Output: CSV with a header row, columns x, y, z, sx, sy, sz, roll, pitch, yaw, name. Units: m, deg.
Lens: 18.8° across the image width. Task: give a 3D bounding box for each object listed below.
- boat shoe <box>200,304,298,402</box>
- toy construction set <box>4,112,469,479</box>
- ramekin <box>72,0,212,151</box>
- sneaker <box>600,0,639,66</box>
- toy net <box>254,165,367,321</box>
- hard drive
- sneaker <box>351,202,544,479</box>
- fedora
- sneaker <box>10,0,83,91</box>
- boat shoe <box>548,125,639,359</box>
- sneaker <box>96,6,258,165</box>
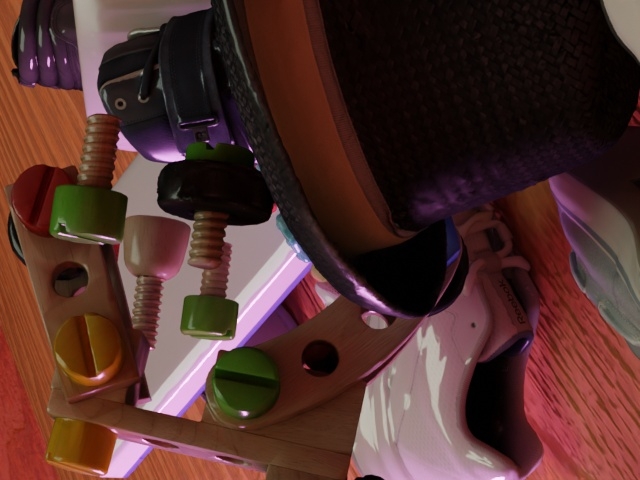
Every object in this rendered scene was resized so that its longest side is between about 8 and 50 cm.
x,y,z,sx,sy,sz,roll,pitch,yaw,name
-0.104,0.053,1.739,0.305,0.109,0.091,-124,30,-42,boat shoe
-0.073,0.093,1.059,0.309,0.257,0.237,164,114,-64,toy construction set
-0.098,-0.178,1.246,0.273,0.127,0.273,174,90,-84,ramekin
0.162,-0.122,0.656,0.182,0.127,0.315,-138,36,-60,sneaker
0.000,0.000,1.412,0.232,0.045,0.122,58,-178,27,toy net
-0.127,0.025,1.636,0.318,0.040,0.210,-49,50,33,hard drive
0.076,0.013,1.158,0.129,0.111,0.297,-5,99,52,sneaker
0.061,-0.137,0.873,0.334,0.152,0.334,-10,-90,-72,fedora
-0.186,-0.160,1.679,0.296,0.147,0.104,76,-160,-79,sneaker
0.168,0.021,0.867,0.227,0.079,0.081,-121,16,-62,boat shoe
-0.053,-0.133,1.061,0.086,0.163,0.226,-68,-28,-54,sneaker
